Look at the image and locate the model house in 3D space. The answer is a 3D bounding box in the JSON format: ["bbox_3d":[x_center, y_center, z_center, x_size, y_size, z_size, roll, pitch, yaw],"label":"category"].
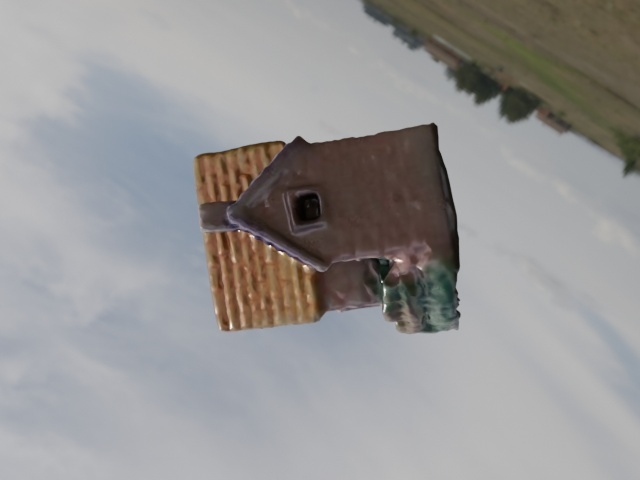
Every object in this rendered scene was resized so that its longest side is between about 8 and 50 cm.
[{"bbox_3d":[0.000,0.000,0.999,0.237,0.202,0.237,-7,-175,-2],"label":"model house"}]
